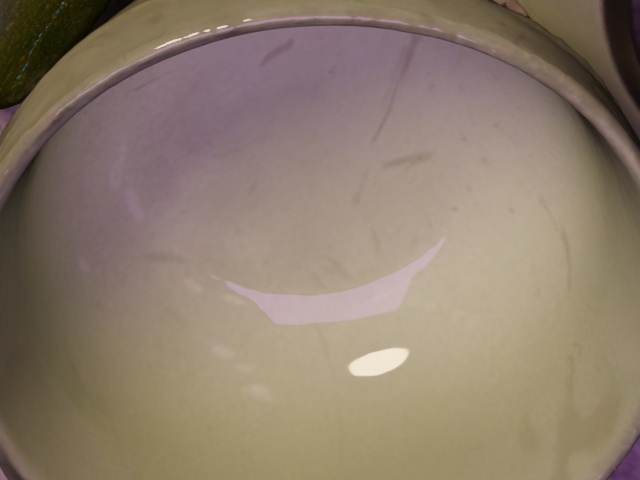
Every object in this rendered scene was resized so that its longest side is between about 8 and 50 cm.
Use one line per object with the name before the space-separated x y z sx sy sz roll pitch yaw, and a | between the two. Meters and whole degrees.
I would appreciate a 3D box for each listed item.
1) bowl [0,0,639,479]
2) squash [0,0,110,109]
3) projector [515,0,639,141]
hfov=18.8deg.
bowl | 0.000 0.000 0.863 0.307 0.163 0.307 0 125 0
squash | -0.072 -0.176 0.785 0.087 0.087 0.331 33 120 -22
projector | 0.234 -0.124 0.824 0.259 0.079 0.257 -34 118 21
